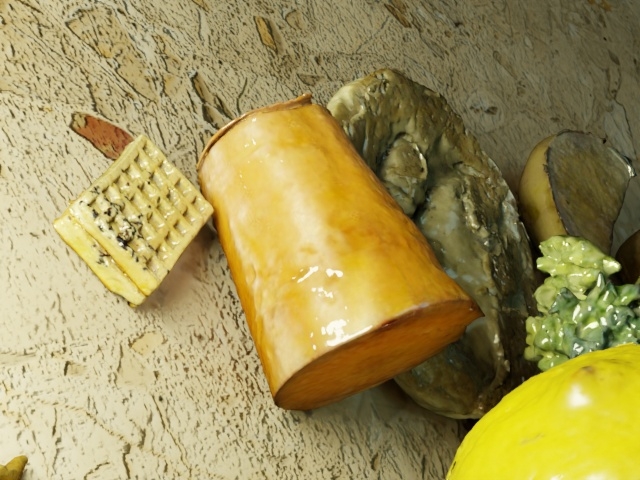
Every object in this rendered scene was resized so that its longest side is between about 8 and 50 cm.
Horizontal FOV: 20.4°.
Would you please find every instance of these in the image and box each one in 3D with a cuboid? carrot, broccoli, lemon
[{"bbox_3d":[0.000,0.000,1.555,0.196,0.196,0.254,6,52,-53],"label":"carrot"},{"bbox_3d":[0.320,0.161,1.721,0.293,0.348,0.281,9,26,-9],"label":"broccoli"},{"bbox_3d":[0.269,0.267,1.418,0.350,0.349,0.387,-64,137,-58],"label":"lemon"}]

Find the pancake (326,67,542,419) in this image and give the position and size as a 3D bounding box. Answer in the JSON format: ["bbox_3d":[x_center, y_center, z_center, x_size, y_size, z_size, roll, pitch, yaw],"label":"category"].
[{"bbox_3d":[0.111,0.011,1.808,0.387,0.082,0.387,32,44,-36],"label":"pancake"}]

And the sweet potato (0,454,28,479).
[{"bbox_3d":[-0.233,0.165,1.210,0.115,0.026,0.026,-4,63,-60],"label":"sweet potato"}]

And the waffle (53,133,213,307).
[{"bbox_3d":[-0.154,-0.018,1.494,0.102,0.042,0.148,49,30,-9],"label":"waffle"}]

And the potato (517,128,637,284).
[{"bbox_3d":[0.281,-0.035,2.091,0.138,0.098,0.243,42,38,-15],"label":"potato"}]

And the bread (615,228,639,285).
[{"bbox_3d":[0.504,0.081,2.211,0.195,0.176,0.246,10,51,-49],"label":"bread"}]

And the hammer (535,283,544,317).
[{"bbox_3d":[0.290,0.130,1.980,0.195,0.060,0.028,53,29,-12],"label":"hammer"}]
